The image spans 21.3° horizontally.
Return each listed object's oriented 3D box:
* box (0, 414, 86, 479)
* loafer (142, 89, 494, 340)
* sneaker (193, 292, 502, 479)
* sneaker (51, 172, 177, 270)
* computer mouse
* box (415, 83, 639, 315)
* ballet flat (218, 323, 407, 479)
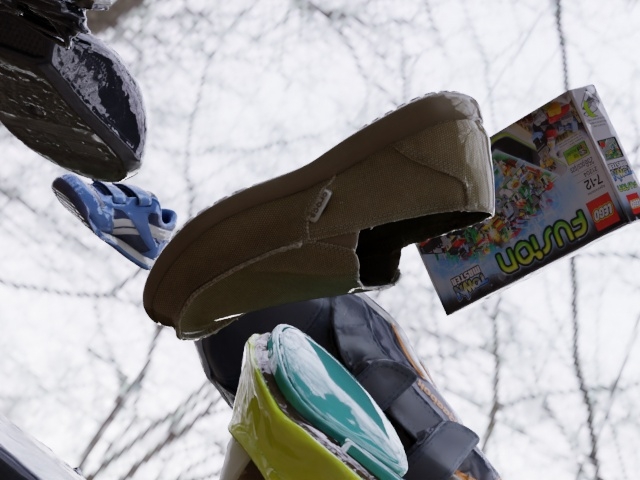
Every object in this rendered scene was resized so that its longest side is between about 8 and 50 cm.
[{"bbox_3d":[-0.175,0.417,0.957,0.472,0.480,0.297,36,-9,15],"label":"box"},{"bbox_3d":[0.000,0.000,0.618,0.148,0.056,0.050,-33,-112,18],"label":"loafer"},{"bbox_3d":[0.039,0.139,1.150,0.126,0.127,0.321,-40,-60,4],"label":"sneaker"},{"bbox_3d":[-0.175,-0.028,1.449,0.053,0.059,0.144,40,-1,37],"label":"sneaker"},{"bbox_3d":[-0.193,-0.132,1.203,0.188,0.072,0.272,15,-21,22],"label":"computer mouse"},{"bbox_3d":[0.158,-0.029,1.358,0.207,0.036,0.114,-32,-102,43],"label":"box"},{"bbox_3d":[-0.001,0.097,0.617,0.077,0.231,0.077,39,-88,-23],"label":"ballet flat"}]
